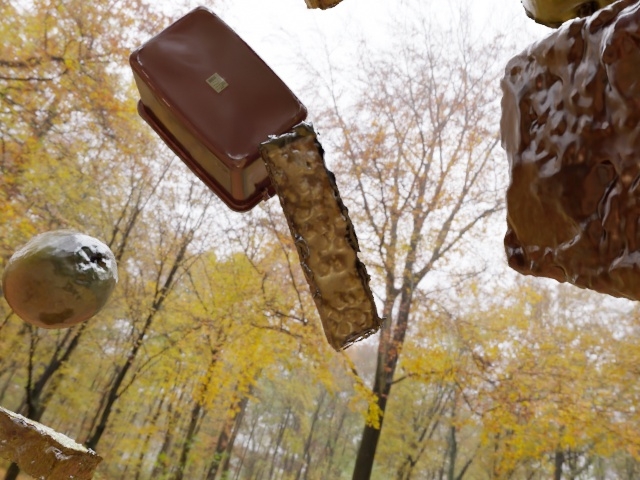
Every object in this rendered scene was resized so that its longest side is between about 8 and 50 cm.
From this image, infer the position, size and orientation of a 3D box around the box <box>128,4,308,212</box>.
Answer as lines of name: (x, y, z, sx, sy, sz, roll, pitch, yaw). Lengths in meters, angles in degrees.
box: (-0.157, -0.209, 0.769, 0.294, 0.193, 0.167, 46, -13, 5)

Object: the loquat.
loquat: (-0.458, 0.069, 0.852, 0.227, 0.179, 0.179, 0, -33, 49)

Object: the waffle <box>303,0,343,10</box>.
waffle: (0.079, -0.477, 0.643, 0.308, 0.091, 0.213, -29, -65, 4)

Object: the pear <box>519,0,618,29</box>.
pear: (0.452, -0.490, 0.661, 0.340, 0.386, 0.191, 23, -17, 29)

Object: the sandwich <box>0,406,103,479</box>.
sandwich: (-0.487, 0.341, 0.802, 0.214, 0.065, 0.186, 23, -30, 7)

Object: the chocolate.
chocolate: (0.000, -0.001, 0.692, 0.065, 0.102, 0.329, 1, -67, 61)

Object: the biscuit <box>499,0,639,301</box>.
biscuit: (0.374, -0.104, 0.566, 0.166, 0.343, 0.395, -7, 7, -8)
